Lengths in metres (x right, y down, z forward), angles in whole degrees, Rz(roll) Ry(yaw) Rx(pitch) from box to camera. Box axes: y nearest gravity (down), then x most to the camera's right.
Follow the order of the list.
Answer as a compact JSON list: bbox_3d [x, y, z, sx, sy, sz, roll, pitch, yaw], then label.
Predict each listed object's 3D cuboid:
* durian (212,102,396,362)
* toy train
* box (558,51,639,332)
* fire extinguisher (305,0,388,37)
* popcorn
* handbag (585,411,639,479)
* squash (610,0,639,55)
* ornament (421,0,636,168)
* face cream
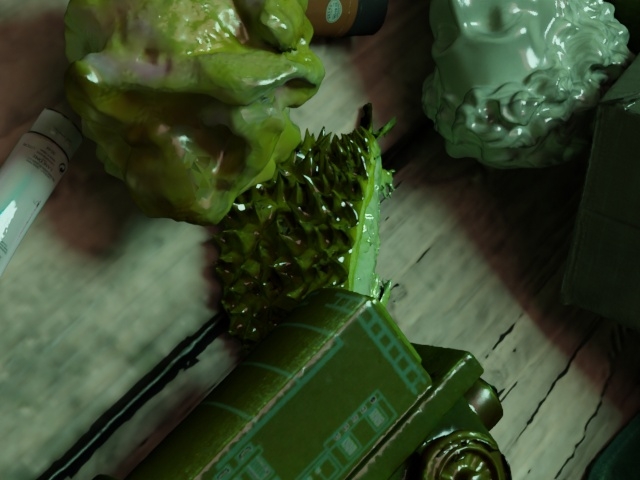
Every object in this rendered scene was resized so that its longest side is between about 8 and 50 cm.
[{"bbox_3d":[0.000,0.000,0.813,0.100,0.086,0.215,46,48,-52],"label":"durian"},{"bbox_3d":[-0.014,0.119,0.700,0.225,0.090,0.137,-45,110,-21],"label":"toy train"},{"bbox_3d":[0.261,-0.055,0.888,0.149,0.155,0.231,23,42,21],"label":"box"},{"bbox_3d":[-0.045,-0.128,0.841,0.177,0.050,0.062,-9,107,-34],"label":"fire extinguisher"},{"bbox_3d":[-0.063,-0.086,0.743,0.125,0.145,0.126,13,26,-7],"label":"popcorn"},{"bbox_3d":[0.319,0.146,0.933,0.326,0.089,0.238,-36,91,-39],"label":"handbag"},{"bbox_3d":[0.240,-0.237,0.981,0.252,0.049,0.252,-30,125,-56],"label":"squash"},{"bbox_3d":[0.090,-0.174,0.902,0.130,0.120,0.285,-7,72,-35],"label":"ornament"},{"bbox_3d":[-0.150,-0.016,0.740,0.038,0.020,0.115,42,53,-22],"label":"face cream"}]
